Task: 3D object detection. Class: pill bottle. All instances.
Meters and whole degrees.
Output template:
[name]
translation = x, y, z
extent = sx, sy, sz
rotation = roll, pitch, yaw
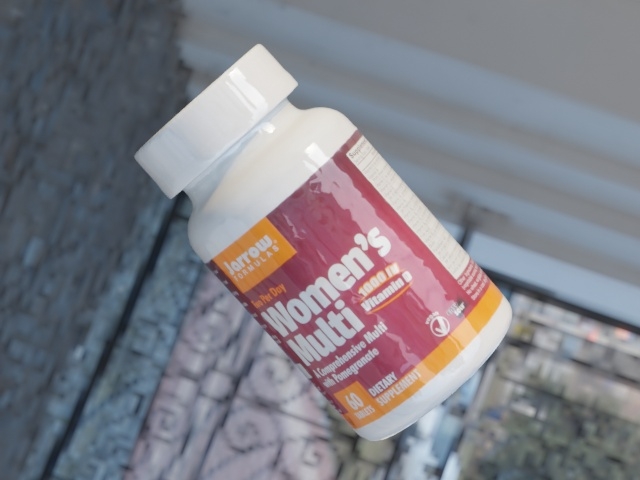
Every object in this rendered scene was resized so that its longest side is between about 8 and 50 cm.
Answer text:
[pill bottle]
translation = 0.000, 0.000, 1.083
extent = 0.121, 0.221, 0.121
rotation = -41, -175, 5
